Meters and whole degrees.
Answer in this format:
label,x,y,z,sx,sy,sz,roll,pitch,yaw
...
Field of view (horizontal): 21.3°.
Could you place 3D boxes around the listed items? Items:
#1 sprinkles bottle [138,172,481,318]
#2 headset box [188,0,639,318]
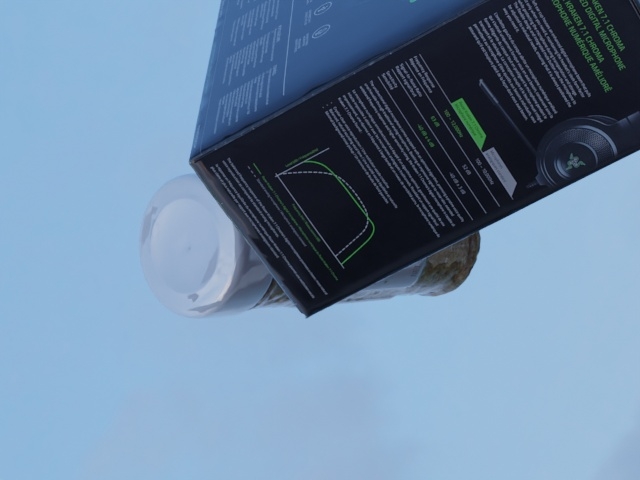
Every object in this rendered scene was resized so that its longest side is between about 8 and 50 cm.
label,x,y,z,sx,sy,sz,roll,pitch,yaw
sprinkles bottle,0.000,0.000,1.527,0.355,0.121,0.121,-3,-73,-51
headset box,0.079,-0.122,1.043,0.131,0.283,0.246,54,-161,-26
